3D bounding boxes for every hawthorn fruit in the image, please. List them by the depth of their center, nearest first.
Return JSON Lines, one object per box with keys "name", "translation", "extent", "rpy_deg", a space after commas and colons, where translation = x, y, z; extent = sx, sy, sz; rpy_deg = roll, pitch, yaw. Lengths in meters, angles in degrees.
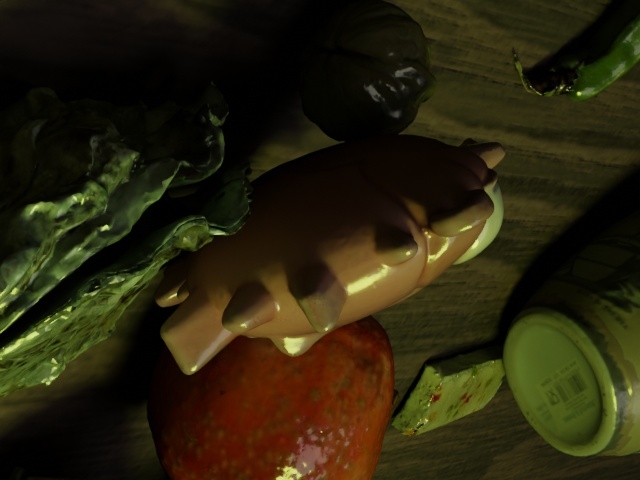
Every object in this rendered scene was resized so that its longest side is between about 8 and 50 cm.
{"name": "hawthorn fruit", "translation": [0.005, 0.044, 1.151], "extent": [0.285, 0.165, 0.165], "rpy_deg": [-57, 157, -1]}

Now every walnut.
{"name": "walnut", "translation": [0.026, -0.096, 1.060], "extent": [0.092, 0.092, 0.092], "rpy_deg": [-40, 154, -24]}

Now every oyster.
{"name": "oyster", "translation": [-0.144, 0.005, 0.888], "extent": [0.198, 0.112, 0.268], "rpy_deg": [-40, 173, 33]}

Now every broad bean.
{"name": "broad bean", "translation": [0.267, -0.205, 1.361], "extent": [0.318, 0.056, 0.098], "rpy_deg": [-43, 156, -12]}

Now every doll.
{"name": "doll", "translation": [0.000, 0.000, 1.011], "extent": [0.262, 0.093, 0.211], "rpy_deg": [-16, -165, 45]}

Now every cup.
{"name": "cup", "translation": [0.281, 0.097, 1.682], "extent": [0.257, 0.227, 0.301], "rpy_deg": [-20, 160, -30]}

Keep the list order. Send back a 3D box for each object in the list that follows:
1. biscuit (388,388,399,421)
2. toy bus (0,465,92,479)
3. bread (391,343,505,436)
{"name": "biscuit", "translation": [-0.017, 0.233, 1.349], "extent": [0.376, 0.051, 0.269], "rpy_deg": [-57, 167, -66]}
{"name": "toy bus", "translation": [-0.142, 0.258, 1.160], "extent": [0.302, 0.147, 0.127], "rpy_deg": [95, 0, -53]}
{"name": "bread", "translation": [0.119, 0.130, 1.621], "extent": [0.154, 0.028, 0.068], "rpy_deg": [-8, 130, -60]}
